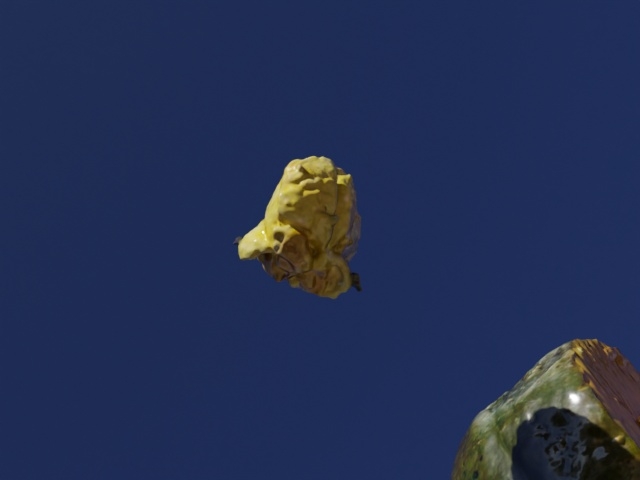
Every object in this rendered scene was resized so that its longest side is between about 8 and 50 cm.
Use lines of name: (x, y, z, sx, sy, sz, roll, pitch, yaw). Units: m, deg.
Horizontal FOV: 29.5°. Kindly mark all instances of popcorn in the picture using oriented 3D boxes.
popcorn: (0.000, 0.000, 0.718, 0.084, 0.084, 0.084, -8, -71, -24)

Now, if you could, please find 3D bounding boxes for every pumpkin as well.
pumpkin: (0.218, 0.181, 0.818, 0.280, 0.190, 0.139, 25, -69, -40)
